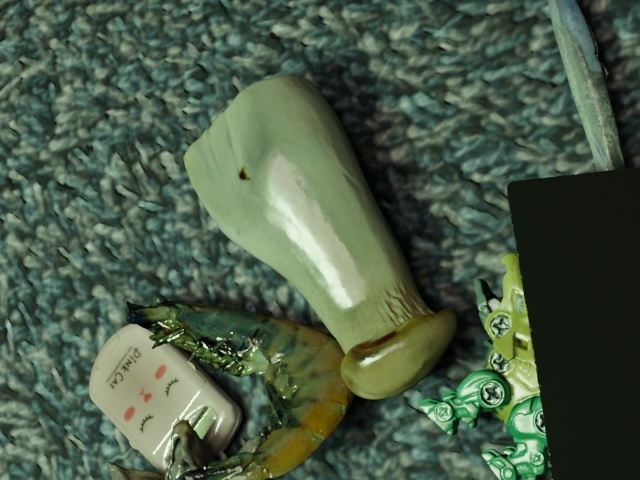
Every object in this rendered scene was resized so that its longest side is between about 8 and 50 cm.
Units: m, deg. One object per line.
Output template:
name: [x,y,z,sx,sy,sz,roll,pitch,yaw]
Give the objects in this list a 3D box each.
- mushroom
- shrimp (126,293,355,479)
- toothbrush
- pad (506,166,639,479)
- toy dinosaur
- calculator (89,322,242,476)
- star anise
mushroom: [0.000,0.000,1.526,0.329,0.122,0.159,57,146,24]
shrimp: [-0.104,0.132,1.529,0.262,0.051,0.198,18,50,27]
toothbrush: [0.247,-0.036,1.421,0.035,0.042,0.413,131,129,-62]
pad: [0.243,0.069,1.369,0.159,0.009,0.265,-6,73,-2]
toy dinosaur: [0.192,0.143,1.402,0.153,0.094,0.259,-44,73,20]
calculator: [-0.145,0.153,1.617,0.175,0.032,0.100,42,103,27]
star anise: [-0.127,0.263,1.554,0.172,0.063,0.208,5,101,26]
